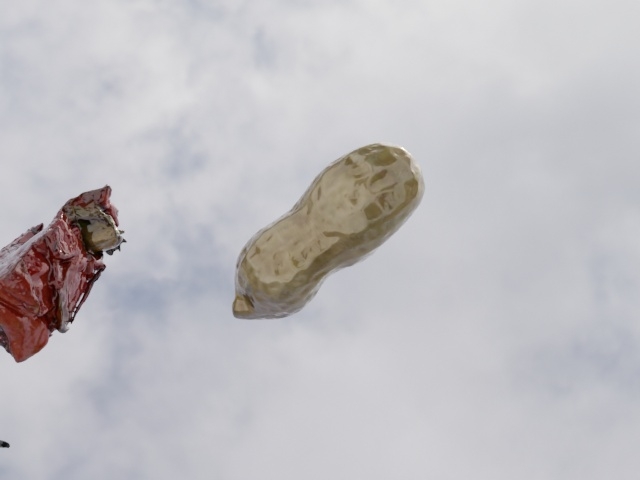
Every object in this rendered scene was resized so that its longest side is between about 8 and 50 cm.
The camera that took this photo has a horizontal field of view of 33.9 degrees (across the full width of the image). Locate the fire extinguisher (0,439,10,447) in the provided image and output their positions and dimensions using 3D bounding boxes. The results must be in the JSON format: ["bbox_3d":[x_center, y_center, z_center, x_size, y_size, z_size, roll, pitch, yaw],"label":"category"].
[{"bbox_3d":[-0.225,0.131,0.608,0.083,0.025,0.038,-23,-156,-32],"label":"fire extinguisher"}]

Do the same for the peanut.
[{"bbox_3d":[-0.001,-0.001,0.952,0.228,0.104,0.086,-40,-109,17],"label":"peanut"}]

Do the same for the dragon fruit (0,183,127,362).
[{"bbox_3d":[-0.261,0.028,1.033,0.122,0.092,0.192,-13,-150,45],"label":"dragon fruit"}]
